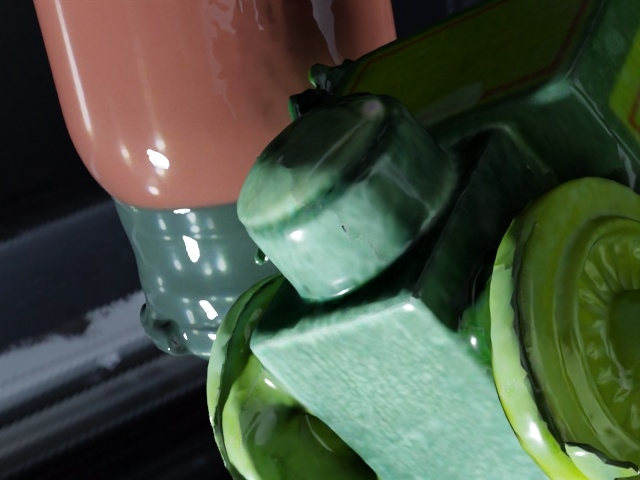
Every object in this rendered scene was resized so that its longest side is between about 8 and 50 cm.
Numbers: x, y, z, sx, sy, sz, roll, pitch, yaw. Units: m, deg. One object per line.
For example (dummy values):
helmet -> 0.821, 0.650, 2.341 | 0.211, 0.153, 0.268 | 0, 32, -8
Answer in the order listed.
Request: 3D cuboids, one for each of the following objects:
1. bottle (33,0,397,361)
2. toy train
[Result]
bottle -> -0.048, -0.115, 0.545 | 0.144, 0.144, 0.336 | -22, -68, -32
toy train -> 0.090, 0.045, 0.446 | 0.271, 0.159, 0.188 | 47, -130, -22
